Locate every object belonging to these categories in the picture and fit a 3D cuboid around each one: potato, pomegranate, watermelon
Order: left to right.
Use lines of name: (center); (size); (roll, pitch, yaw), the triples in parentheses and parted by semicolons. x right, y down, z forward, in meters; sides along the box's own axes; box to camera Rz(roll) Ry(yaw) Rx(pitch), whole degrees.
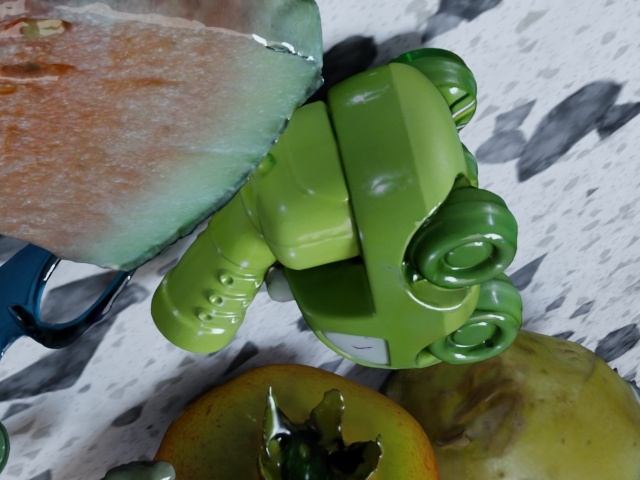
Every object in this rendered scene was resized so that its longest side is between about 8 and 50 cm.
watermelon: (-0.141, -0.084, 0.763); (0.256, 0.140, 0.193); (5, 142, -41)
pomegranate: (-0.013, 0.187, 1.310); (0.221, 0.221, 0.257); (-23, 159, -22)
potato: (0.118, 0.177, 1.510); (0.246, 0.196, 0.299); (-67, -170, -21)

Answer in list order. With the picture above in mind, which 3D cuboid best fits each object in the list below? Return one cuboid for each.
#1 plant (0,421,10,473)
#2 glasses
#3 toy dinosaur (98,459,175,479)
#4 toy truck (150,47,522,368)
plant: (-0.216, 0.128, 1.153); (0.051, 0.051, 0.102); (-26, 178, -16)
glasses: (-0.201, 0.035, 0.919); (0.239, 0.102, 0.207); (-41, 156, 18)
toy dinosaur: (-0.233, 0.194, 1.175); (0.294, 0.077, 0.162); (-9, 178, 13)
toy truck: (0.015, -0.011, 1.076); (0.210, 0.148, 0.187); (-2, 146, -14)
